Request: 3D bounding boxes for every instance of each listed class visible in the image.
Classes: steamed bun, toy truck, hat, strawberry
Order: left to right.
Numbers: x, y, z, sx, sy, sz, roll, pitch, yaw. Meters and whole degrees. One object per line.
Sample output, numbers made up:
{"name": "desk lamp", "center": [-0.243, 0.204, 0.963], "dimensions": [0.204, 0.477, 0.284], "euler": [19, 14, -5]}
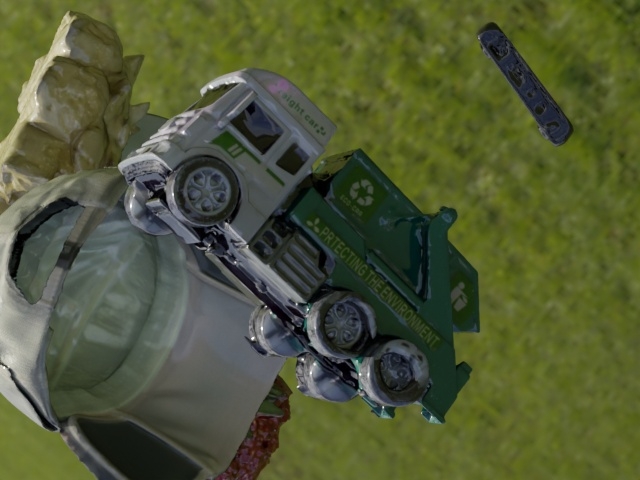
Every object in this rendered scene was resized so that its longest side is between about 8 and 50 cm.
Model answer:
{"name": "steamed bun", "center": [-0.272, -0.090, 1.787], "dimensions": [0.137, 0.292, 0.295], "euler": [25, -172, -16]}
{"name": "hat", "center": [-0.142, 0.065, 1.285], "dimensions": [0.275, 0.232, 0.161], "euler": [33, 172, -28]}
{"name": "strawberry", "center": [-0.087, 0.179, 1.427], "dimensions": [0.085, 0.192, 0.140], "euler": [34, 162, -10]}
{"name": "toy truck", "center": [0.000, 0.000, 0.923], "dimensions": [0.216, 0.116, 0.110], "euler": [45, 162, -13]}

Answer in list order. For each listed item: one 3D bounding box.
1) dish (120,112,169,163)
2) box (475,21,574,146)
{"name": "dish", "center": [-0.281, -0.024, 2.029], "dimensions": [0.316, 0.316, 0.106], "euler": [77, 173, -62]}
{"name": "box", "center": [0.182, -0.141, 1.512], "dimensions": [0.126, 0.027, 0.125], "euler": [53, -172, -2]}
